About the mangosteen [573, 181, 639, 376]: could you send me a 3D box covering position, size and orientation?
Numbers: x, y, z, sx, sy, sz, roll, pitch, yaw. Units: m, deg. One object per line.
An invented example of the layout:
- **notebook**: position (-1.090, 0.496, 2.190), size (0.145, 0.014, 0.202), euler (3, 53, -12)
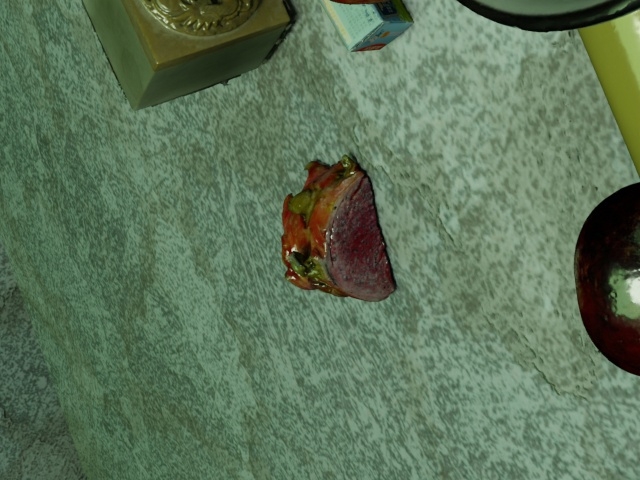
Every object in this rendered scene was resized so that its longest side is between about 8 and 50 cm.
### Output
- **mangosteen**: position (0.225, 0.024, 0.746), size (0.140, 0.140, 0.140), euler (44, 147, 38)

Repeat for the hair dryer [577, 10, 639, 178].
- **hair dryer**: position (0.248, -0.127, 0.615), size (0.278, 0.090, 0.135), euler (-23, 89, 58)

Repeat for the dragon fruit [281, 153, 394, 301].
- **dragon fruit**: position (0.000, 0.000, 1.170), size (0.102, 0.096, 0.147), euler (4, 114, 65)

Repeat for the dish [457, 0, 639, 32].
- **dish**: position (0.161, -0.251, 0.576), size (0.316, 0.106, 0.317), euler (-1, 89, 54)

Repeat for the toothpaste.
- **toothpaste**: position (0.009, -0.246, 0.996), size (0.044, 0.070, 0.193), euler (-35, 79, 34)

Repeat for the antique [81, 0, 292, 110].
- **antique**: position (-0.127, -0.228, 1.148), size (0.147, 0.151, 0.148), euler (64, 157, 7)

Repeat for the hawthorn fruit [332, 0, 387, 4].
- **hawthorn fruit**: position (0.028, -0.228, 0.892), size (0.128, 0.128, 0.128), euler (44, 147, 38)
